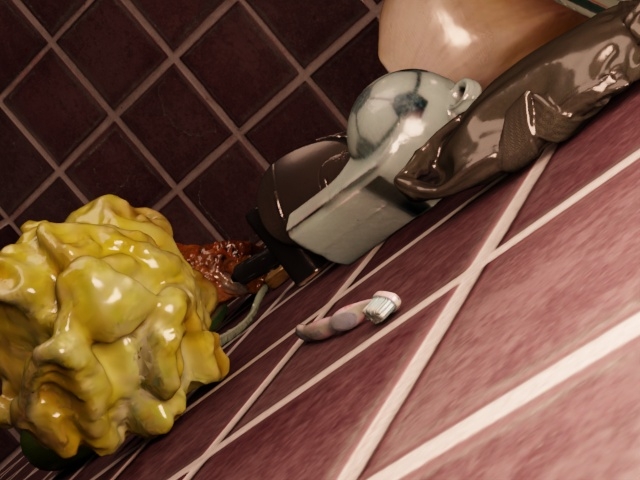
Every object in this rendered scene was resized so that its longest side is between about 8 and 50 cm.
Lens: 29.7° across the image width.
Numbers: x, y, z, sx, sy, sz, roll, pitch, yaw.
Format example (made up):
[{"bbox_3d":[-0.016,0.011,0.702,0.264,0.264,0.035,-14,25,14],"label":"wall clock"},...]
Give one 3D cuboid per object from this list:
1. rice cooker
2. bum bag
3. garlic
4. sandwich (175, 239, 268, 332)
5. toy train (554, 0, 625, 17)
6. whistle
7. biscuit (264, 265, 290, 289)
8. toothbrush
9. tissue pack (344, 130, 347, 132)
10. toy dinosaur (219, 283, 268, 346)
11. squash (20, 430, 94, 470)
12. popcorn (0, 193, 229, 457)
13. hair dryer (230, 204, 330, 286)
[{"bbox_3d":[0.019,-0.064,1.578,0.203,0.142,0.118,-16,-7,21],"label":"rice cooker"},{"bbox_3d":[0.196,-0.119,1.091,0.326,0.079,0.142,-33,15,36],"label":"bum bag"},{"bbox_3d":[0.201,-0.276,1.558,0.340,0.246,0.231,-42,3,-6],"label":"garlic"},{"bbox_3d":[-0.196,0.080,2.111,0.301,0.250,0.162,176,101,-69],"label":"sandwich"},{"bbox_3d":[0.259,-0.302,1.294,0.086,0.088,0.407,-39,47,-11],"label":"toy train"},{"bbox_3d":[0.084,-0.103,1.394,0.290,0.163,0.163,-36,6,44],"label":"whistle"},{"bbox_3d":[0.000,0.000,1.957,0.234,0.030,0.153,-39,2,17],"label":"biscuit"},{"bbox_3d":[0.017,0.069,1.044,0.027,0.021,0.269,-36,2,-18],"label":"toothbrush"},{"bbox_3d":[0.161,-0.191,1.815,0.311,0.128,0.228,-38,4,26],"label":"tissue pack"},{"bbox_3d":[-0.163,0.133,1.637,0.383,0.076,0.129,-34,-21,-39],"label":"toy dinosaur"},{"bbox_3d":[-0.383,0.286,1.827,0.107,0.107,0.395,-43,6,-31],"label":"squash"},{"bbox_3d":[-0.249,0.105,1.390,0.312,0.312,0.312,-40,4,3],"label":"popcorn"},{"bbox_3d":[-0.088,0.016,1.754,0.070,0.128,0.255,-42,8,-32],"label":"hair dryer"}]
